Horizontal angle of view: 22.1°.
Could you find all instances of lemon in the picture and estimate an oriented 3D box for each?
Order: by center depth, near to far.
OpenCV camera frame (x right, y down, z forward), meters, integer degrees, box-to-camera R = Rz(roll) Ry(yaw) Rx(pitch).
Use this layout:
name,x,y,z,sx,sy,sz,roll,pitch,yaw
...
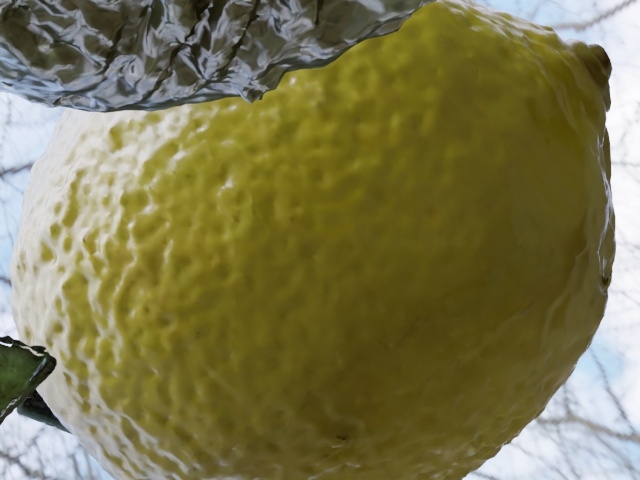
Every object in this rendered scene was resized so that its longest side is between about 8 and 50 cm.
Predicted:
name,x,y,z,sx,sy,sz,roll,pitch,yaw
lemon,0.000,0.000,0.795,0.322,0.268,0.268,-45,-62,9

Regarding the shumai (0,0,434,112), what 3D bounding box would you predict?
name,x,y,z,sx,sy,sz,roll,pitch,yaw
shumai,-0.048,-0.161,0.369,0.225,0.222,0.260,-14,-27,14

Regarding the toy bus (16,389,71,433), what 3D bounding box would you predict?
name,x,y,z,sx,sy,sz,roll,pitch,yaw
toy bus,-0.157,0.020,1.362,0.106,0.131,0.297,22,-99,-6

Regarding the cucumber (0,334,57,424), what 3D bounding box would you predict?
name,x,y,z,sx,sy,sz,roll,pitch,yaw
cucumber,-0.184,0.111,0.558,0.046,0.070,0.220,44,-76,-8
